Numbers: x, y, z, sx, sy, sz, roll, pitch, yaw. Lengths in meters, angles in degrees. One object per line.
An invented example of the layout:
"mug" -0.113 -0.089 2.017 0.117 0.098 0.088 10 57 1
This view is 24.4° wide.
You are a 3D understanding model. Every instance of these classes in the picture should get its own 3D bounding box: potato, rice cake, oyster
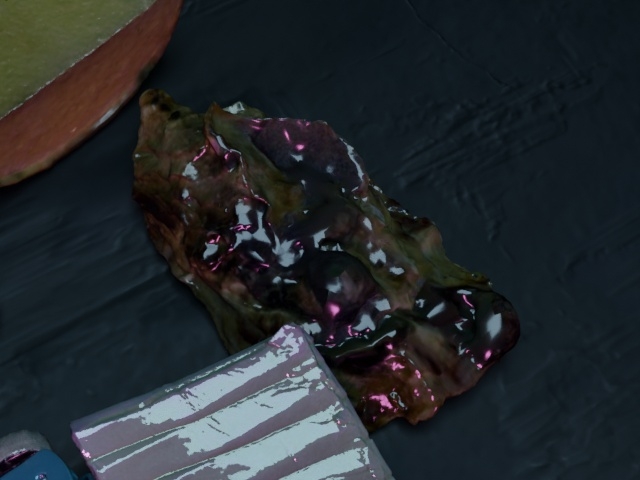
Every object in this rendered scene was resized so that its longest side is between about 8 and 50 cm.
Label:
"potato" -0.293 -0.185 1.250 0.255 0.112 0.269 40 63 18
"rice cake" -0.059 0.172 1.100 0.198 0.037 0.189 -29 90 -13
"oyster" -0.004 -0.010 1.202 0.221 0.096 0.361 -26 71 -25

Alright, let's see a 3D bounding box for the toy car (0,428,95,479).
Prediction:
"toy car" -0.224 0.230 1.067 0.161 0.098 0.126 -36 47 5
